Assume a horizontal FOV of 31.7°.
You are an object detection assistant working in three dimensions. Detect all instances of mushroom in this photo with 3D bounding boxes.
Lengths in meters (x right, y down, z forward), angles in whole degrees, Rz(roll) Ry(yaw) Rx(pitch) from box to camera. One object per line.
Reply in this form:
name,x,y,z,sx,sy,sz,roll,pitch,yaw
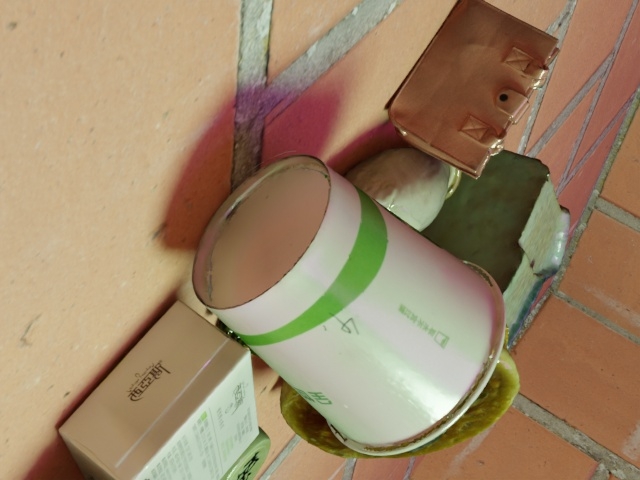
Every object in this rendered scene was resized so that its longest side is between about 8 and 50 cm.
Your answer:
mushroom,0.103,-0.064,1.531,0.350,0.128,0.128,-34,151,-58

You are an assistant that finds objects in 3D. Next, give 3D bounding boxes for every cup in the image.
cup,0.020,0.061,1.193,0.274,0.253,0.253,39,81,-33

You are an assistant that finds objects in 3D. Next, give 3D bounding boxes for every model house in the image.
model house,0.244,0.033,1.763,0.298,0.243,0.284,-61,146,-8

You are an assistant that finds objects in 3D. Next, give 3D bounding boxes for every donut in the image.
donut,0.101,0.168,1.550,0.330,0.330,0.159,101,-12,-50

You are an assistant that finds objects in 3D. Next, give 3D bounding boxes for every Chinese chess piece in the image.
Chinese chess piece,-0.133,0.334,1.671,0.144,0.058,0.144,-50,162,-23

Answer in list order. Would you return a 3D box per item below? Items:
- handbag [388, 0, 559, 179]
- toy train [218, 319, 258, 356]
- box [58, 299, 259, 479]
handbag,0.204,-0.205,1.498,0.212,0.157,0.059,-57,163,-6
toy train,-0.057,0.080,1.396,0.225,0.090,0.137,82,32,-71
box,-0.171,0.216,1.274,0.194,0.111,0.260,-48,159,-24
